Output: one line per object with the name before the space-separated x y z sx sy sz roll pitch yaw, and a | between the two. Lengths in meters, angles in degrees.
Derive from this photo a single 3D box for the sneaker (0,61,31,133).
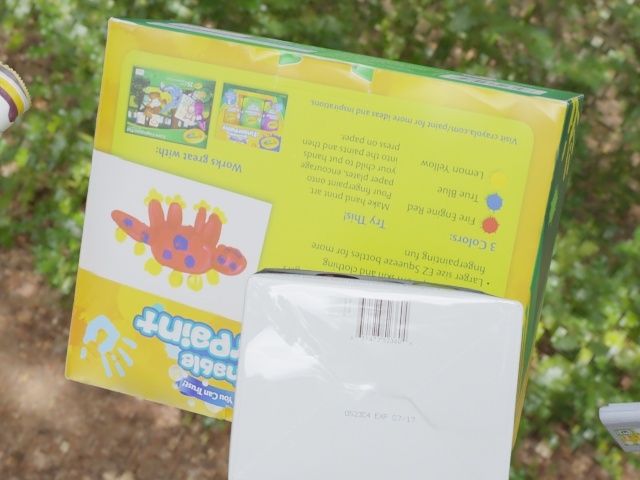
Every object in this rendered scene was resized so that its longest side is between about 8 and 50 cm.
sneaker | -0.360 -0.139 1.167 0.186 0.069 0.084 17 49 28

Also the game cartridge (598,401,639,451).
game cartridge | 0.254 0.146 0.982 0.083 0.056 0.017 44 42 -51

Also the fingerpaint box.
fingerpaint box | 0.000 0.000 1.246 0.445 0.371 0.163 12 12 16

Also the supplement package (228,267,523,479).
supplement package | 0.037 0.103 0.960 0.194 0.149 0.203 6 0 -1
